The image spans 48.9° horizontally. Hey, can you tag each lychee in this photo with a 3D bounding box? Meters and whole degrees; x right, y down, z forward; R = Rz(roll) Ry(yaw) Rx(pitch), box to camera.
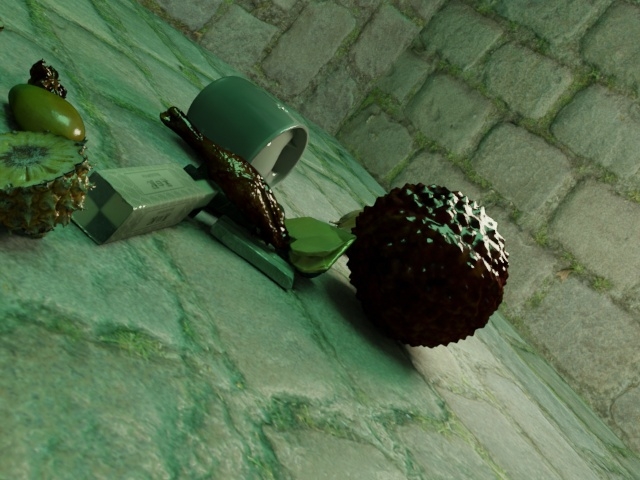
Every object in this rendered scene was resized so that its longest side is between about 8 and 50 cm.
[{"bbox_3d":[0.281,0.078,1.823,0.500,0.424,0.425,49,6,-36],"label":"lychee"}]

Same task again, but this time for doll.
[{"bbox_3d":[-0.040,0.039,1.749,0.114,0.086,0.152,-11,39,-44],"label":"doll"}]

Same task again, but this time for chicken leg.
[{"bbox_3d":[-0.192,-0.138,1.541,0.407,0.096,0.158,49,-13,-20],"label":"chicken leg"}]

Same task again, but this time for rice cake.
[{"bbox_3d":[-0.148,0.024,1.582,0.226,0.040,0.085,38,15,-13],"label":"rice cake"}]

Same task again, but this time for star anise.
[{"bbox_3d":[-0.586,-0.339,1.506,0.191,0.070,0.097,-110,175,-67],"label":"star anise"}]

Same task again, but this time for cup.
[{"bbox_3d":[-0.217,-0.280,2.017,0.274,0.259,0.357,44,-17,16],"label":"cup"}]

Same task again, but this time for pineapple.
[{"bbox_3d":[-0.404,-0.061,0.993,0.175,0.137,0.161,-13,41,-24],"label":"pineapple"}]

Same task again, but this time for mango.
[{"bbox_3d":[-0.514,-0.232,1.312,0.194,0.092,0.130,36,13,23],"label":"mango"}]

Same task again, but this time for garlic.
[{"bbox_3d":[0.123,-0.016,2.286,0.229,0.177,0.143,-60,132,-59],"label":"garlic"}]

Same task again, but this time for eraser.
[{"bbox_3d":[-0.317,-0.078,1.320,0.096,0.098,0.404,46,14,3],"label":"eraser"}]

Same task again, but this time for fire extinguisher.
[{"bbox_3d":[-0.182,-0.081,1.728,0.311,0.114,0.095,28,59,-38],"label":"fire extinguisher"}]

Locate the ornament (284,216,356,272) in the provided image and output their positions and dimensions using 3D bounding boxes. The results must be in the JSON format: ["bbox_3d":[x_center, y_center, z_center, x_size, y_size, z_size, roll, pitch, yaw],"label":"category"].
[{"bbox_3d":[0.000,0.000,1.685,0.180,0.059,0.201,-7,30,-13],"label":"ornament"}]

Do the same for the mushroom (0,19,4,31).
[{"bbox_3d":[-0.766,-0.508,1.645,0.049,0.019,0.101,34,12,-28],"label":"mushroom"}]
